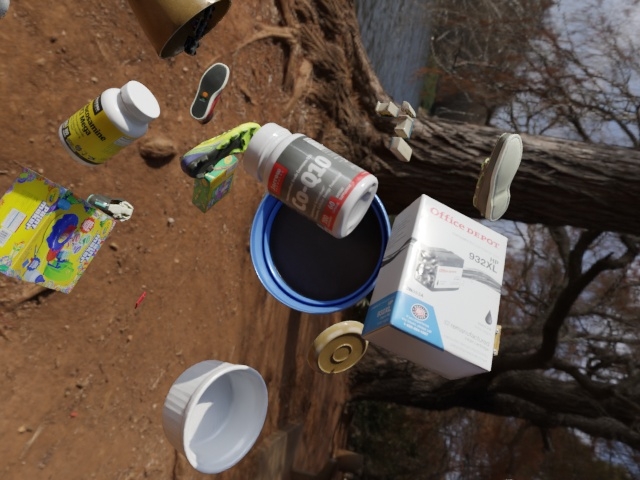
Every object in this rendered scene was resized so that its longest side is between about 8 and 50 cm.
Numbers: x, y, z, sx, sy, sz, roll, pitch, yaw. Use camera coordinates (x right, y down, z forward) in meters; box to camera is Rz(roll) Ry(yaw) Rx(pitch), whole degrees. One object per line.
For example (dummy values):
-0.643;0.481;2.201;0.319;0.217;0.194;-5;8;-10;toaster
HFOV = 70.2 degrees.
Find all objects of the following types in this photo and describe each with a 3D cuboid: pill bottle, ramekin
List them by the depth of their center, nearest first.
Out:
-0.028;-0.142;1.039;0.161;0.283;0.161;-51;164;-21;pill bottle
-0.286;0.458;1.227;0.277;0.135;0.277;-11;104;-49;ramekin
-0.747;-0.418;1.625;0.188;0.334;0.188;51;23;-31;pill bottle

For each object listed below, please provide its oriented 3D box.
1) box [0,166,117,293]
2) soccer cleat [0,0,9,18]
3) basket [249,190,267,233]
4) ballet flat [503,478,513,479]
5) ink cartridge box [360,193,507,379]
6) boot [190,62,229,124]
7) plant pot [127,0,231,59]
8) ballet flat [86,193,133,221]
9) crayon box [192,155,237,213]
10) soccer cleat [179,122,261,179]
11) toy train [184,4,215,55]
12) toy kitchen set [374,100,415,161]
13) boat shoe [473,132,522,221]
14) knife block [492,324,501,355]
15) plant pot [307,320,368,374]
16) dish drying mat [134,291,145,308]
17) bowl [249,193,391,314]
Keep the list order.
-0.855;-0.021;1.430;0.290;0.177;0.279;-62;167;-12;box
-0.889;-0.566;1.010;0.143;0.331;0.116;-28;-99;56;soccer cleat
-0.152;-0.073;1.477;0.167;0.103;0.113;-68;-157;0;basket
0.344;0.545;0.949;0.070;0.070;0.188;-68;-177;-49;ballet flat
0.242;0.093;0.939;0.129;0.223;0.307;-49;-163;58;ink cartridge box
-0.442;-0.589;1.843;0.244;0.088;0.176;-61;-173;3;boot
-0.397;-0.636;1.142;0.237;0.254;0.237;-36;-164;12;plant pot
-0.799;-0.118;1.778;0.280;0.096;0.095;-6;114;-87;ballet flat
-0.450;-0.247;1.927;0.165;0.081;0.278;-48;177;-30;crayon box
-0.326;-0.308;1.470;0.289;0.121;0.093;-36;144;-14;soccer cleat
-0.312;-0.550;1.169;0.027;0.036;0.158;62;49;-85;toy train
0.294;-0.446;1.863;0.122;0.166;0.207;27;78;-54;toy kitchen set
0.527;-0.195;1.382;0.109;0.091;0.305;-25;137;-19;boat shoe
0.372;0.276;1.402;0.242;0.276;0.088;-159;-107;-67;knife block
0.070;0.382;1.578;0.032;0.236;0.236;-130;-141;-50;plant pot
-0.706;0.235;1.786;0.083;0.008;0.032;-86;-158;-65;dish drying mat
0.000;0.000;1.226;0.077;0.391;0.391;10;92;-70;bowl
